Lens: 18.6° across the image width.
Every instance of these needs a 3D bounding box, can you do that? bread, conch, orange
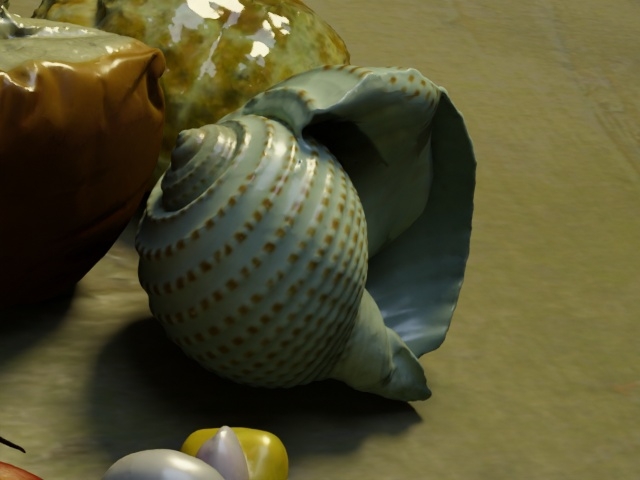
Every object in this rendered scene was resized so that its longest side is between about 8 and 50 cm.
[{"bbox_3d":[-0.270,-0.076,1.561,0.225,0.250,0.279,36,31,26],"label":"bread"},{"bbox_3d":[-0.014,-0.007,1.639,0.215,0.319,0.303,22,67,32],"label":"conch"},{"bbox_3d":[-0.108,-0.147,1.827,0.369,0.210,0.271,25,39,-3],"label":"orange"}]

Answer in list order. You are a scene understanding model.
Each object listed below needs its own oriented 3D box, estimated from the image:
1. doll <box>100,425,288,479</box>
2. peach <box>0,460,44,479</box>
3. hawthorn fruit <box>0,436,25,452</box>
[{"bbox_3d":[-0.059,0.280,1.150,0.187,0.376,0.365,19,11,4],"label":"doll"},{"bbox_3d":[-0.233,0.218,1.196,0.192,0.190,0.190,16,29,11],"label":"peach"},{"bbox_3d":[-0.305,0.090,1.371,0.235,0.181,0.181,25,29,-18],"label":"hawthorn fruit"}]
